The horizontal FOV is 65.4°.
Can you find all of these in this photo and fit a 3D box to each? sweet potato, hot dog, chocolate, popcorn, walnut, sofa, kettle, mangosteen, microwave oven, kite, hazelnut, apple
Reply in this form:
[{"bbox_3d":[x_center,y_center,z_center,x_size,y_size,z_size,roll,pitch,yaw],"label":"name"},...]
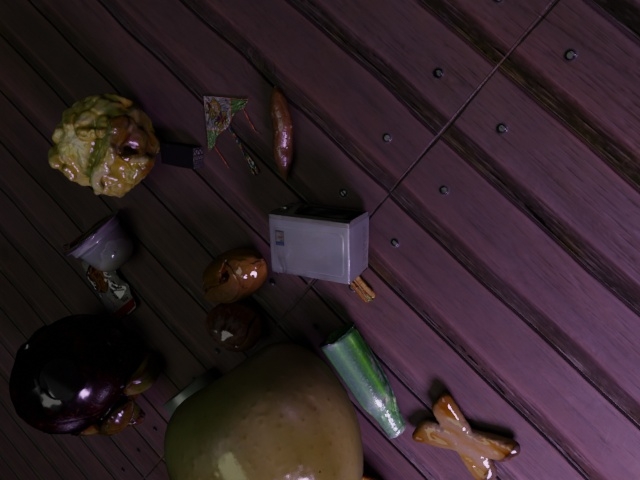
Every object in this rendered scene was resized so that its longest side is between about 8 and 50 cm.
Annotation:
[{"bbox_3d":[-0.088,-0.246,1.161,0.065,0.051,0.218,-149,51,-65],"label":"sweet potato"},{"bbox_3d":[0.100,0.113,1.198,0.037,0.021,0.083,-41,84,21],"label":"hot dog"},{"bbox_3d":[-0.648,0.021,1.497,0.221,0.221,0.147,-16,117,31],"label":"chocolate"},{"bbox_3d":[-0.554,-0.241,1.308,0.237,0.293,0.293,1,107,9],"label":"popcorn"},{"bbox_3d":[-0.228,0.093,1.310,0.245,0.137,0.137,-26,92,43],"label":"walnut"},{"bbox_3d":[-0.370,-0.228,1.332,0.118,0.039,0.060,13,110,25],"label":"sofa"},{"bbox_3d":[-0.333,0.541,1.507,0.255,0.165,0.240,50,151,1],"label":"kettle"},{"bbox_3d":[-0.738,0.429,1.560,0.421,0.381,0.381,28,118,5],"label":"mangosteen"},{"bbox_3d":[0.000,0.000,1.152,0.205,0.129,0.163,9,112,26],"label":"microwave oven"},{"bbox_3d":[0.114,0.349,1.224,0.110,0.110,0.291,-31,93,32],"label":"chocolate"},{"bbox_3d":[-0.219,-0.271,1.255,0.198,0.006,0.244,-38,86,32],"label":"kite"},{"bbox_3d":[-0.236,0.235,1.348,0.154,0.143,0.143,31,119,1],"label":"hazelnut"},{"bbox_3d":[-0.118,0.483,1.179,0.473,0.473,0.473,9,110,26],"label":"apple"}]

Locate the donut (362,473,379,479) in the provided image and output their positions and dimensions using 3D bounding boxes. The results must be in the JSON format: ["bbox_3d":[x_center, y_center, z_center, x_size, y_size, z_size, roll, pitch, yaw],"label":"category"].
[{"bbox_3d":[0.094,0.747,1.298,0.303,0.110,0.303,-9,70,26],"label":"donut"}]

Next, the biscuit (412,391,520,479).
[{"bbox_3d":[0.337,0.467,1.169,0.208,0.047,0.164,33,118,15],"label":"biscuit"}]

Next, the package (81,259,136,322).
[{"bbox_3d":[-0.692,0.141,1.629,0.154,0.030,0.239,-31,91,35],"label":"package"}]
